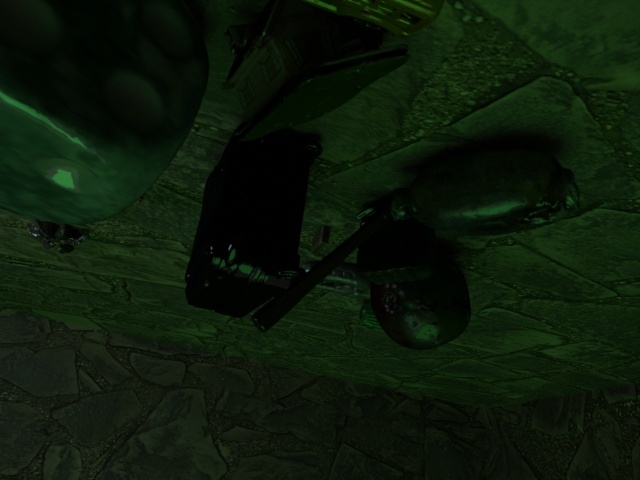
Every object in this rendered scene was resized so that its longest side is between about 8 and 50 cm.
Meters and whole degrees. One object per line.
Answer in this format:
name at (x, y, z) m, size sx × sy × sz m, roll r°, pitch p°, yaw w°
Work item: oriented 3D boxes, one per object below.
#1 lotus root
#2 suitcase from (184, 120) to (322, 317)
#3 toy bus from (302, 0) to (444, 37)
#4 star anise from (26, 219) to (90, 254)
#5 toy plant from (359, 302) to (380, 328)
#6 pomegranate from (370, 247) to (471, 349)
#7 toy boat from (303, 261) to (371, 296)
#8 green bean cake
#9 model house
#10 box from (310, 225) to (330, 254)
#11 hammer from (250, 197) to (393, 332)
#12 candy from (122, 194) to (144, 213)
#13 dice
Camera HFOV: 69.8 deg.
lotus root at (0.310, -0.095, 0.906) m, size 0.349 × 0.175 × 0.175 m, roll -2°, pitch 151°, yaw 28°
suitcase at (-0.154, -0.033, 0.955) m, size 0.188 × 0.345 × 0.339 m, roll 17°, pitch 151°, yaw -22°
toy bus at (-0.018, -0.341, 0.484) m, size 0.331 × 0.151 × 0.145 m, roll 15°, pitch 109°, yaw -12°
star anise at (-0.878, -0.013, 1.513) m, size 0.172 × 0.063 × 0.208 m, roll 31°, pitch 145°, yaw -33°
toy plant at (0.263, 0.277, 1.696) m, size 0.240 × 0.088 × 0.154 m, roll -7°, pitch 135°, yaw 14°
pomegranate at (0.305, 0.156, 1.259) m, size 0.323 × 0.290 × 0.291 m, roll 5°, pitch 155°, yaw -18°
toy boat at (0.053, 0.137, 1.492) m, size 0.227 × 0.085 × 0.155 m, roll 4°, pitch 151°, yaw 9°
green bean cake at (0.188, 0.016, 1.128) m, size 0.181 × 0.173 × 0.094 m, roll -10°, pitch 146°, yaw 28°
model house at (-0.032, -0.276, 0.695) m, size 0.207 × 0.154 × 0.294 m, roll -27°, pitch -172°, yaw -27°
box at (0.000, 0.000, 1.282) m, size 0.024 × 0.053 × 0.083 m, roll 18°, pitch 152°, yaw -18°
hammer at (0.027, 0.040, 1.002) m, size 0.044 × 0.440 × 0.168 m, roll 57°, pitch 154°, yaw -14°
candy at (-0.496, -0.118, 1.198) m, size 0.038 × 0.062 × 0.122 m, roll 27°, pitch 147°, yaw -34°
dice at (-0.393, -0.241, 0.647) m, size 0.330 × 0.328 × 0.348 m, roll -13°, pitch 145°, yaw 35°
